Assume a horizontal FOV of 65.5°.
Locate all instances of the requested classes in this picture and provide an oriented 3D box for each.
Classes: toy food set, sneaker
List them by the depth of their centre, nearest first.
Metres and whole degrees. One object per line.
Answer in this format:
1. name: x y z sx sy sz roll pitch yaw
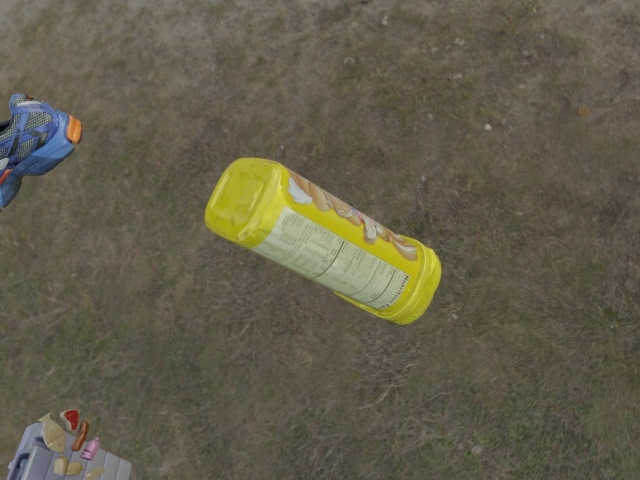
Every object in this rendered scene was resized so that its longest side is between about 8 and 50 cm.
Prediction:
1. sneaker: -0.398 -0.096 0.598 0.221 0.087 0.083 -39 42 2
2. toy food set: -0.378 0.312 0.762 0.019 0.078 0.122 -18 91 35

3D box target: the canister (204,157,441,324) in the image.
1. canister: 0.000 0.000 0.419 0.126 0.170 0.073 20 83 59

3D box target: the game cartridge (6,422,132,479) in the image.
1. game cartridge: -0.422 0.498 0.772 0.068 0.230 0.355 -14 45 14
